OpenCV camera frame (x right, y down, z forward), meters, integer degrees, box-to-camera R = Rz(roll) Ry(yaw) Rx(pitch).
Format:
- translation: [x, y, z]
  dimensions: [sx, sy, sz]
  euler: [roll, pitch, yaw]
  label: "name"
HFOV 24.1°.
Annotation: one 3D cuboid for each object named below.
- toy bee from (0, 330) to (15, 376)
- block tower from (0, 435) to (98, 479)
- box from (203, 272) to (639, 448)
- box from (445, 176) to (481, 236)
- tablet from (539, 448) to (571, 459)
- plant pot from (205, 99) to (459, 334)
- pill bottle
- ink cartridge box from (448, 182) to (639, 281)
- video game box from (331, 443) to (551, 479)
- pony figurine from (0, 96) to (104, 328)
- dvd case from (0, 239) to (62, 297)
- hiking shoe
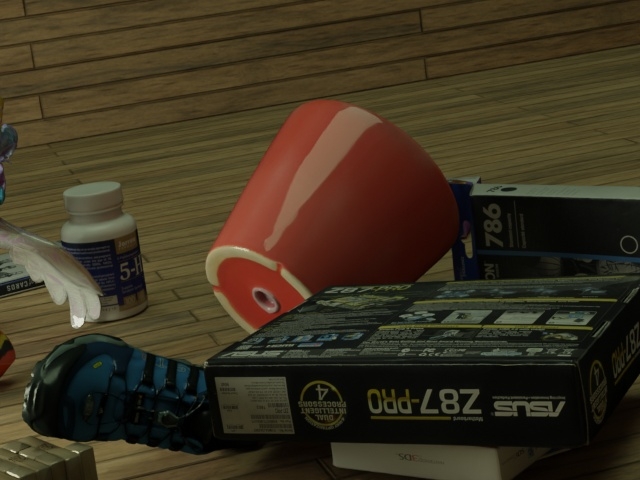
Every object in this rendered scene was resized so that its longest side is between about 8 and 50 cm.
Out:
- translation: [-0.525, 0.123, 1.845]
  dimensions: [0.195, 0.162, 0.298]
  euler: [-37, -16, 17]
  label: "toy bee"
- translation: [-0.362, 0.278, 1.376]
  dimensions: [0.335, 0.091, 0.097]
  euler: [-19, 19, -41]
  label: "block tower"
- translation: [0.124, 0.117, 1.559]
  dimensions: [0.395, 0.097, 0.318]
  euler: [-3, 14, 25]
  label: "box"
- translation: [0.110, -0.049, 2.476]
  dimensions: [0.293, 0.057, 0.201]
  euler: [-3, 14, 15]
  label: "box"
- translation: [0.206, 0.214, 1.520]
  dimensions: [0.083, 0.006, 0.054]
  euler: [-14, 16, -23]
  label: "tablet"
- translation: [0.000, 0.000, 1.902]
  dimensions: [0.275, 0.275, 0.243]
  euler: [7, 46, 44]
  label: "plant pot"
- translation: [-0.317, 0.015, 2.175]
  dimensions: [0.112, 0.187, 0.112]
  euler: [-7, 15, 2]
  label: "pill bottle"
- translation: [0.300, 0.013, 1.937]
  dimensions: [0.332, 0.165, 0.065]
  euler: [2, 18, 34]
  label: "ink cartridge box"
- translation: [0.144, 0.190, 1.544]
  dimensions: [0.205, 0.048, 0.187]
  euler: [0, 17, 38]
  label: "video game box"
- translation: [-0.485, -0.028, 2.041]
  dimensions: [0.303, 0.363, 0.351]
  euler: [-13, -31, 7]
  label: "pony figurine"
- translation: [-0.500, 0.051, 2.438]
  dimensions: [0.238, 0.029, 0.179]
  euler: [-14, 16, -28]
  label: "dvd case"
- translation: [-0.172, 0.163, 1.557]
  dimensions: [0.132, 0.113, 0.304]
  euler: [12, 3, 35]
  label: "hiking shoe"
